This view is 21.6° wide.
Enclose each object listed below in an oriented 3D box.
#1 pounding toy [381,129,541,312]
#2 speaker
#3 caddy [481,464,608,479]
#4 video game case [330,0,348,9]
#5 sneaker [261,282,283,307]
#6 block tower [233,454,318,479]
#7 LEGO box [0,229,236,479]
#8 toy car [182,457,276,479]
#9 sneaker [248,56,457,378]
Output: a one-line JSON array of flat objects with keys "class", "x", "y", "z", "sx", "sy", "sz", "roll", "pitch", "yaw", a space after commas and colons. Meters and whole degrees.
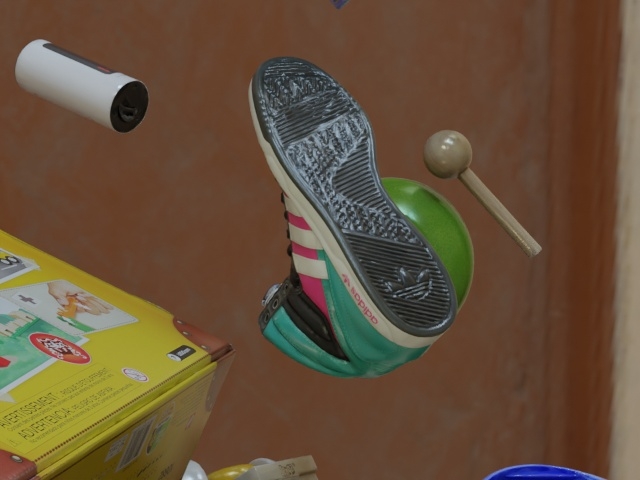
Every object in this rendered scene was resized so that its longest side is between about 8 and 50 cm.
[{"class": "pounding toy", "x": 0.086, "y": 0.009, "z": 1.756, "sx": 0.183, "sy": 0.237, "sz": 0.110, "roll": 56, "pitch": 12, "yaw": 7}, {"class": "speaker", "x": -0.232, "y": -0.149, "z": 1.627, "sx": 0.055, "sy": 0.136, "sz": 0.055, "roll": -33, "pitch": 136, "yaw": -40}, {"class": "caddy", "x": 0.237, "y": 0.349, "z": 1.738, "sx": 0.341, "sy": 0.241, "sz": 0.179, "roll": -21, "pitch": 133, "yaw": -52}, {"class": "video game case", "x": -0.008, "y": -0.360, "z": 1.583, "sx": 0.061, "sy": 0.269, "sz": 0.244, "roll": -40, "pitch": 94, "yaw": -15}, {"class": "sneaker", "x": -0.044, "y": 0.077, "z": 1.913, "sx": 0.052, "sy": 0.058, "sz": 0.135, "roll": -37, "pitch": 174, "yaw": -10}, {"class": "block tower", "x": 0.008, "y": 0.359, "z": 1.454, "sx": 0.091, "sy": 0.097, "sz": 0.335, "roll": -1, "pitch": 61, "yaw": -58}, {"class": "LEGO box", "x": -0.326, "y": 0.126, "z": 1.259, "sx": 0.193, "sy": 0.372, "sz": 0.500, "roll": -67, "pitch": 170, "yaw": 12}, {"class": "toy car", "x": -0.114, "y": 0.304, "z": 1.721, "sx": 0.159, "sy": 0.182, "sz": 0.136, "roll": 4, "pitch": 62, "yaw": -40}, {"class": "sneaker", "x": 0.000, "y": 0.000, "z": 1.461, "sx": 0.123, "sy": 0.295, "sz": 0.178, "roll": -11, "pitch": 152, "yaw": -32}]
